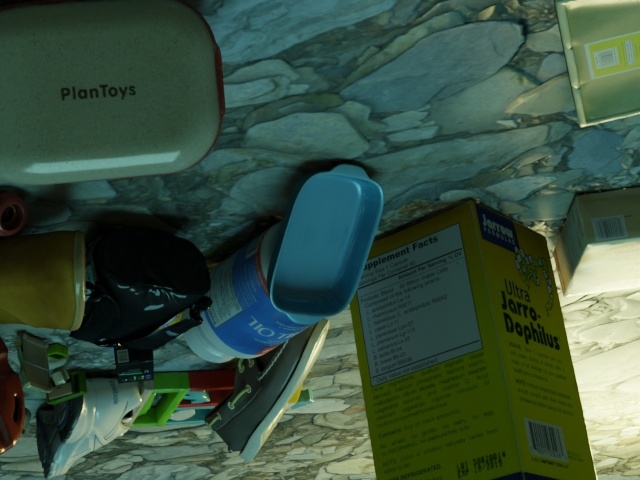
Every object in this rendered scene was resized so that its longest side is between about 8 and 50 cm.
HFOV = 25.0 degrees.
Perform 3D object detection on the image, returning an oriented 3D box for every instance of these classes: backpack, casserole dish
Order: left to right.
[{"bbox_3d":[-0.220,0.055,1.656,0.152,0.115,0.182,16,150,-24],"label":"backpack"},{"bbox_3d":[0.000,0.000,1.586,0.114,0.037,0.188,7,108,-33],"label":"casserole dish"}]

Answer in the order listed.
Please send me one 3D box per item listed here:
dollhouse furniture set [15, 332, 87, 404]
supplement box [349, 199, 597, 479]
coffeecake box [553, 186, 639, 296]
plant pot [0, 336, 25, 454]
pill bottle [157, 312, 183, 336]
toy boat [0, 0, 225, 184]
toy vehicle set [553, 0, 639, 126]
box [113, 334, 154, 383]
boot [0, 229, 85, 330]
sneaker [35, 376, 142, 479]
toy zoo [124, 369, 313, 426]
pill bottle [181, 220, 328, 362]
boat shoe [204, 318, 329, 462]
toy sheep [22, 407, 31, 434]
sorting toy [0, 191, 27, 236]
[{"bbox_3d":[-0.381,0.179,1.950,0.058,0.076,0.151,-17,157,19],"label":"dollhouse furniture set"},{"bbox_3d":[0.180,0.165,1.741,0.194,0.357,0.195,-22,154,31],"label":"supplement box"},{"bbox_3d":[0.378,0.001,1.797,0.142,0.068,0.185,-8,158,-3],"label":"coffeecake box"},{"bbox_3d":[-0.527,0.210,1.767,0.265,0.272,0.272,-25,154,16],"label":"plant pot"},{"bbox_3d":[-0.196,0.099,1.863,0.043,0.043,0.083,-11,158,6],"label":"pill bottle"},{"bbox_3d":[-0.201,-0.128,1.228,0.231,0.151,0.151,-5,-173,-9],"label":"toy boat"},{"bbox_3d":[0.309,-0.193,1.344,0.166,0.035,0.267,-13,157,10],"label":"toy vehicle set"},{"bbox_3d":[-0.252,0.150,1.942,0.052,0.062,0.083,-6,158,-8],"label":"box"},{"bbox_3d":[-0.367,0.044,1.542,0.211,0.104,0.295,4,171,-18],"label":"boot"},{"bbox_3d":[-0.355,0.286,2.186,0.129,0.111,0.297,-4,159,-26],"label":"sneaker"},{"bbox_3d":[-0.151,0.245,2.251,0.293,0.030,0.192,-1,157,-19],"label":"toy zoo"},{"bbox_3d":[-0.073,0.069,1.729,0.124,0.124,0.221,7,153,-34],"label":"pill bottle"},{"bbox_3d":[-0.080,0.199,2.054,0.096,0.116,0.324,33,138,4],"label":"boat shoe"},{"bbox_3d":[-0.492,0.271,2.125,0.132,0.091,0.091,-9,158,-12],"label":"toy sheep"},{"bbox_3d":[-0.351,-0.035,1.488,0.042,0.061,0.102,22,171,38],"label":"sorting toy"}]
